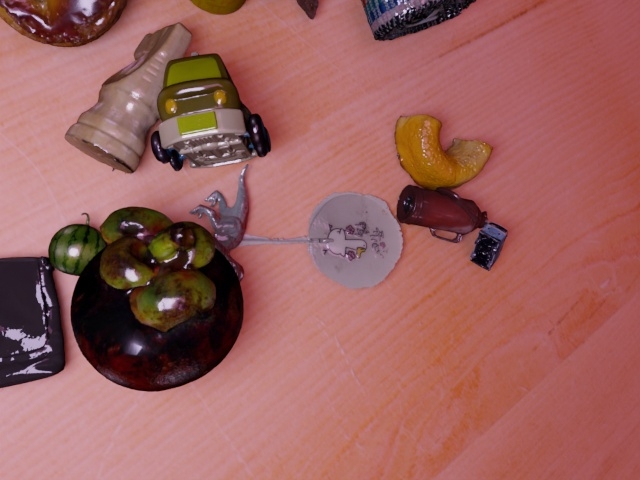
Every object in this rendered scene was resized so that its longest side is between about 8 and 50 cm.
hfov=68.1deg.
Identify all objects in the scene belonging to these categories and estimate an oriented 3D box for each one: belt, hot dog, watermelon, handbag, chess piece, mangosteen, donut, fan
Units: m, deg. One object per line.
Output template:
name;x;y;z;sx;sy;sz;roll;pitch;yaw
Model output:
belt;0.228;-0.590;1.098;0.295;0.207;0.161;-26;98;-21
hot dog;-0.458;-0.549;0.858;0.266;0.174;0.388;21;79;-20
watermelon;-0.444;0.014;0.873;0.109;0.109;0.109;1;86;-20
handbag;-0.587;0.148;0.824;0.246;0.080;0.223;-8;82;-18
chess piece;-0.350;-0.284;0.906;0.137;0.137;0.301;29;78;-16
mangosteen;-0.274;0.106;0.820;0.311;0.311;0.311;1;86;-20
donut;0.300;-0.199;1.165;0.259;0.101;0.152;17;87;-23
fan;0.000;0.000;1.063;0.414;0.012;0.233;-3;76;-17

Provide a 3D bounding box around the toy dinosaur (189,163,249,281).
toy dinosaur;-0.184;-0.038;0.991;0.167;0.053;0.242;36;71;-15

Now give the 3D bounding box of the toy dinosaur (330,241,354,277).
toy dinosaur;0.061;0.049;1.097;0.060;0.029;0.120;-40;95;-34

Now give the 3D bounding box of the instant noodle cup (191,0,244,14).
instant noodle cup;-0.193;-0.566;0.924;0.215;0.236;0.216;1;86;-20

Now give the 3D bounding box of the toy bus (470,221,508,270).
toy bus;0.423;0.009;1.177;0.060;0.123;0.075;33;62;27

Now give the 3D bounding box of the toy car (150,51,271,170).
toy car;-0.212;-0.248;0.894;0.204;0.248;0.198;-11;87;0

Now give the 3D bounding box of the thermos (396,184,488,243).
thermos;0.307;-0.062;1.152;0.232;0.099;0.124;12;96;-19

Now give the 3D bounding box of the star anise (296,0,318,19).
star anise;-0.060;-0.631;1.053;0.220;0.099;0.214;34;67;-15
